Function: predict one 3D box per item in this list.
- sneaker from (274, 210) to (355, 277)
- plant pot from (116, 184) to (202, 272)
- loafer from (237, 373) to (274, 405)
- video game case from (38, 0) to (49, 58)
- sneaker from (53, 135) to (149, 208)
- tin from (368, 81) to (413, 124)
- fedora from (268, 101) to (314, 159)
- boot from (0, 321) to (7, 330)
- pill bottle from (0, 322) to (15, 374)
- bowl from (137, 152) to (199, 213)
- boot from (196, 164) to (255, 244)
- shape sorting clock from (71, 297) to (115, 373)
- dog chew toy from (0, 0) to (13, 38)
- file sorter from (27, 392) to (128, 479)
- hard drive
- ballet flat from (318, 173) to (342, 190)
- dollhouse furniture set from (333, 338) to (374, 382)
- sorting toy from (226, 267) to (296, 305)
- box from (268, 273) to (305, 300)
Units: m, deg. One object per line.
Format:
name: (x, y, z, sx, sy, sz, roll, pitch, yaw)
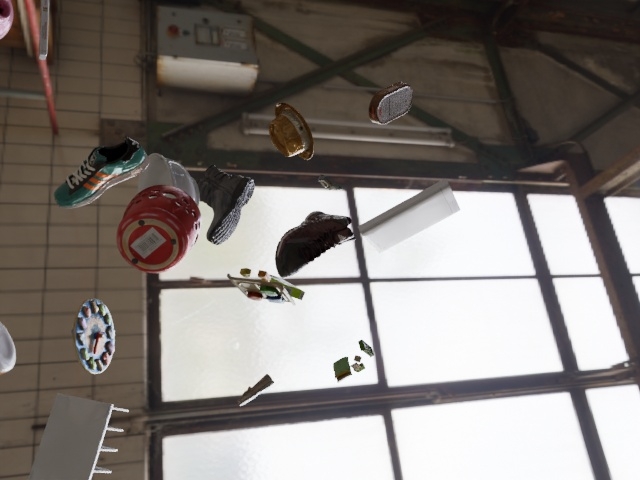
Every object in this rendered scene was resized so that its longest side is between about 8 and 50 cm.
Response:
sneaker: (0.000, 0.000, 1.561, 0.281, 0.162, 0.106, -54, 133, -45)
plant pot: (-0.397, -0.021, 1.416, 0.174, 0.191, 0.191, -99, -164, -64)
loafer: (-0.199, 0.448, 1.728, 0.039, 0.125, 0.045, 53, -25, 17)
video game case: (-0.943, -0.730, 1.961, 0.227, 0.026, 0.206, 26, -69, 61)
sneaker: (-0.667, -0.210, 1.703, 0.108, 0.302, 0.121, 53, -9, 33)
tin: (0.229, -0.441, 1.846, 0.040, 0.189, 0.106, 26, -43, 40)
fedora: (-0.100, -0.322, 1.754, 0.194, 0.079, 0.194, 43, -25, 26)
boot: (-0.822, 0.129, 1.335, 0.236, 0.269, 0.089, -22, -160, 32)
pill bottle: (-0.734, 0.246, 1.132, 0.121, 0.216, 0.121, 156, -90, -81)
bowl: (-0.508, -0.148, 1.976, 0.298, 0.134, 0.298, 7, -80, 49)
boot: (-0.431, -0.143, 2.337, 0.118, 0.222, 0.338, 80, 32, -54)
shape sorting clock: (-0.616, 0.261, 1.578, 0.206, 0.040, 0.206, -4, 90, -85)
dog chew toy: (-0.738, -0.446, 1.098, 0.206, 0.331, 0.207, 7, 90, -73)
file sorter: (-0.765, 0.659, 1.852, 0.173, 0.192, 0.278, 69, 30, -67)
hard drive: (0.334, -0.083, 2.128, 0.233, 0.353, 0.047, 41, 24, -60)
ballet flat: (0.038, -0.234, 2.431, 0.041, 0.114, 0.041, -54, -170, 15)
dollhouse furniture set: (0.087, 0.368, 1.761, 0.151, 0.058, 0.076, -34, -140, 17)
sorting toy: (-0.229, 0.173, 2.108, 0.307, 0.229, 0.041, 64, 39, -63)
box: (-0.152, 0.181, 2.279, 0.178, 0.109, 0.042, 21, -92, 53)
